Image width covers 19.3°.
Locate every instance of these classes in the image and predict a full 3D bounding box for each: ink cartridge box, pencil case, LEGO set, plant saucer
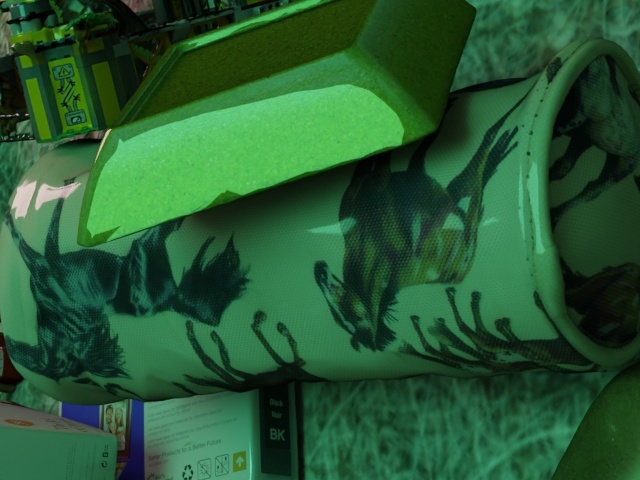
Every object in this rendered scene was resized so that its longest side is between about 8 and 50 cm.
[{"bbox_3d":[-0.099,0.076,1.231,0.206,0.045,0.208,-19,67,44],"label":"ink cartridge box"},{"bbox_3d":[0.000,0.000,1.022,0.410,0.183,0.160,-8,101,39],"label":"pencil case"},{"bbox_3d":[-0.172,-0.175,1.223,0.331,0.255,0.192,2,108,60],"label":"LEGO set"},{"bbox_3d":[-0.025,-0.078,0.944,0.188,0.045,0.188,-18,20,18],"label":"plant saucer"}]

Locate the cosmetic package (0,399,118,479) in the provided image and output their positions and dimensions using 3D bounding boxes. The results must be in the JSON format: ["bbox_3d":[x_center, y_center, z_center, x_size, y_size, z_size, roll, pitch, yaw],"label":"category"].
[{"bbox_3d":[-0.217,0.139,1.237,0.239,0.099,0.060,-179,94,-65],"label":"cosmetic package"}]

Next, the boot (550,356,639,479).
[{"bbox_3d":[0.110,0.194,0.915,0.112,0.115,0.305,28,99,51],"label":"boot"}]

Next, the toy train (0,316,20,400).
[{"bbox_3d":[-0.238,0.093,1.400,0.036,0.027,0.158,-18,66,33],"label":"toy train"}]
